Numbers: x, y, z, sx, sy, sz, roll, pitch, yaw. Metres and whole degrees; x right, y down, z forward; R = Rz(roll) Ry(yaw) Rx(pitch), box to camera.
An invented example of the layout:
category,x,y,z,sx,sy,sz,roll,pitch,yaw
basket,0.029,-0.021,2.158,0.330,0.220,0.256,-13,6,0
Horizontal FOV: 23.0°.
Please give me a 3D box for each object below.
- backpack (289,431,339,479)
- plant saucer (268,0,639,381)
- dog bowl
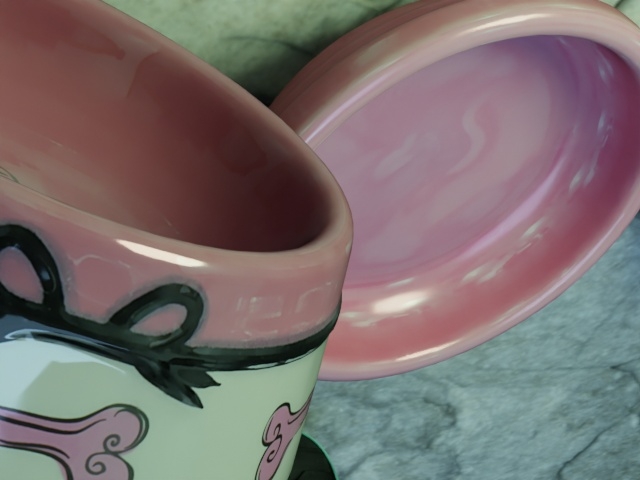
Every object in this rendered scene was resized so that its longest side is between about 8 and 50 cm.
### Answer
category,x,y,z,sx,sy,sz,roll,pitch,yaw
backpack,-0.075,0.244,1.348,0.188,0.165,0.144,-8,145,-6
plant saucer,0.075,-0.042,1.052,0.332,0.084,0.332,-19,142,-16
dog bowl,-0.164,-0.024,0.788,0.408,0.408,0.150,16,113,-36
